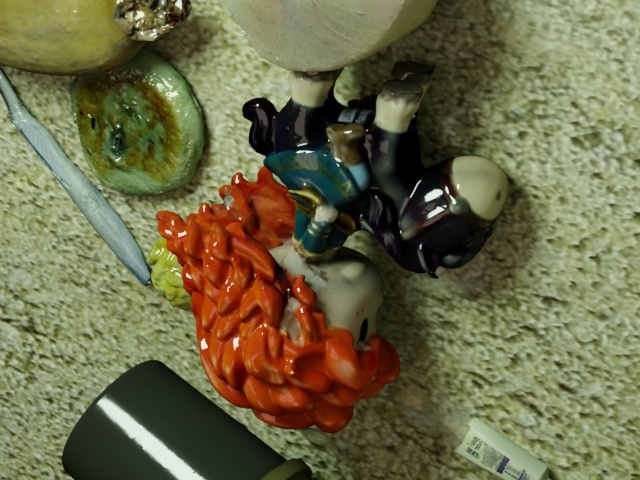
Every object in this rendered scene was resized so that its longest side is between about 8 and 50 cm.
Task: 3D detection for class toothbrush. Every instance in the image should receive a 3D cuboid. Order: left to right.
[{"bbox_3d":[-0.328,-0.111,2.062,0.035,0.042,0.413,-37,92,37],"label":"toothbrush"}]

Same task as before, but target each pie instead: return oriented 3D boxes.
[{"bbox_3d":[-0.214,-0.133,1.979,0.187,0.041,0.187,13,119,25],"label":"pie"}]

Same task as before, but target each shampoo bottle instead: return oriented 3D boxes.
[{"bbox_3d":[0.217,0.251,1.900,0.141,0.034,0.049,33,118,14],"label":"shampoo bottle"}]

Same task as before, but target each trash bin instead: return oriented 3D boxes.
[{"bbox_3d":[-0.127,0.308,2.030,0.334,0.214,0.214,40,126,19],"label":"trash bin"}]

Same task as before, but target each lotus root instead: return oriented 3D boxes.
[{"bbox_3d":[-0.299,-0.265,1.900,0.342,0.151,0.169,15,119,28],"label":"lotus root"}]

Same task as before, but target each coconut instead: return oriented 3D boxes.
[{"bbox_3d":[0.002,-0.271,1.665,0.224,0.234,0.224,17,121,32],"label":"coconut"}]

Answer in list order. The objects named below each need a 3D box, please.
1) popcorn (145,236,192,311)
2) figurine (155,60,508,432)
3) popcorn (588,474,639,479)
[{"bbox_3d":[-0.132,0.029,1.973,0.116,0.121,0.106,25,166,48],"label":"popcorn"},{"bbox_3d":[0.010,-0.005,1.810,0.306,0.241,0.412,34,110,-18],"label":"figurine"},{"bbox_3d":[0.315,0.294,1.826,0.097,0.109,0.089,10,86,-11],"label":"popcorn"}]
